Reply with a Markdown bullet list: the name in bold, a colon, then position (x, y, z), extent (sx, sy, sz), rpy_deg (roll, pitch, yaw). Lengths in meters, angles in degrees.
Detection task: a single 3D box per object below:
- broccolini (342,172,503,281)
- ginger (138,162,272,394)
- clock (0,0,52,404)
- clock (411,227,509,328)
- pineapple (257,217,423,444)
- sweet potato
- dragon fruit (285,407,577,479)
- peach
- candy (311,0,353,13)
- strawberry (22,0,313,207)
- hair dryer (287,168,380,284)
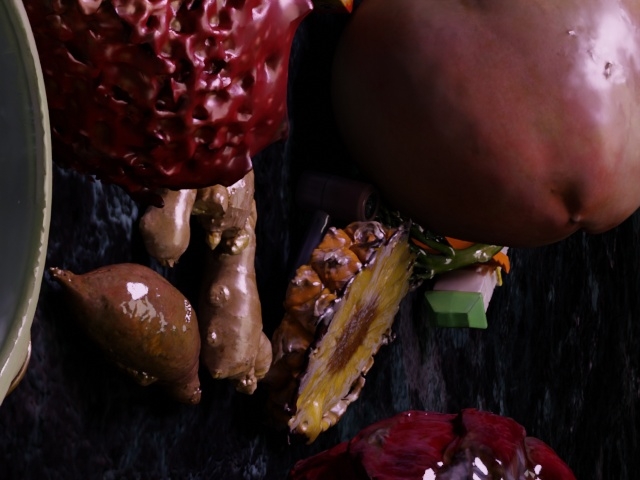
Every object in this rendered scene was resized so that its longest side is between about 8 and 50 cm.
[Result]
- **broccolini**: position (0.106, -0.028, 1.588), extent (0.271, 0.062, 0.123), rpy_deg (-17, 109, -46)
- **ginger**: position (-0.068, 0.009, 1.208), extent (0.193, 0.052, 0.176), rpy_deg (39, 60, -65)
- **clock**: position (-0.216, -0.025, 0.692), extent (0.348, 0.117, 0.286), rpy_deg (-55, 141, -59)
- **clock**: position (0.159, -0.060, 1.769), extent (0.255, 0.106, 0.220), rpy_deg (-65, 149, -49)
- **pineapple**: position (0.016, 0.068, 1.382), extent (0.221, 0.047, 0.221), rpy_deg (-50, 156, -31)
- **sweet potato**: position (-0.102, 0.065, 1.099), extent (0.226, 0.068, 0.068), rpy_deg (54, 41, -60)
- **dragon fruit**: position (0.074, 0.282, 1.229), extent (0.329, 0.329, 0.329), rpy_deg (1, 90, -71)
- **peach**: position (0.159, -0.124, 1.434), extent (0.292, 0.292, 0.247), rpy_deg (-66, 158, -48)
- **candy**: position (-0.006, -0.236, 1.397), extent (0.122, 0.038, 0.062), rpy_deg (43, 50, -64)
- **strawberry**: position (-0.111, -0.123, 0.911), extent (0.201, 0.184, 0.187), rpy_deg (23, 82, -62)
- **hair dryer**: position (0.000, 0.000, 1.406), extent (0.114, 0.063, 0.037), rpy_deg (-68, 153, -13)
